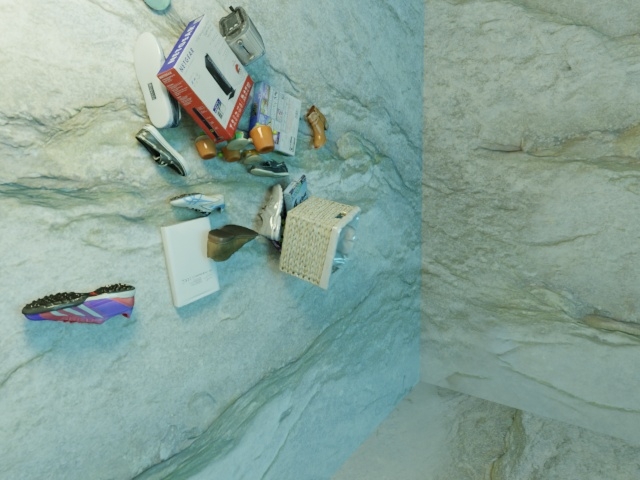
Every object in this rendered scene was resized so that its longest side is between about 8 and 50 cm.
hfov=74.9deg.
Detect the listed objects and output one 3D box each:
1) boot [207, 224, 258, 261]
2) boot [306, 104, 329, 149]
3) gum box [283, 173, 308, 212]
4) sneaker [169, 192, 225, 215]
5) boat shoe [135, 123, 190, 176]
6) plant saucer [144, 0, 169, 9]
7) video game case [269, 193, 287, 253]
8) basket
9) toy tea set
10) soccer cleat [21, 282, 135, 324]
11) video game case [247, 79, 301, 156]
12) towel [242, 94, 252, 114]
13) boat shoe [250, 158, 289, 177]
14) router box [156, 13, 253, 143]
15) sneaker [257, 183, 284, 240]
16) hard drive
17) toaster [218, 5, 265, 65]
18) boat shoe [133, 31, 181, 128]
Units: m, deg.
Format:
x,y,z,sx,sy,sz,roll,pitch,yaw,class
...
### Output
x,y,z,sx,sy,sz,roll,pitch,yaw,class
-0.364,0.007,1.709,0.305,0.113,0.115,-22,131,-65,boot
-0.026,-0.576,2.131,0.152,0.073,0.196,46,46,-48,boot
-0.112,-0.195,1.971,0.184,0.041,0.156,85,28,-44,gum box
-0.456,-0.136,1.577,0.237,0.085,0.086,-5,94,-53,sneaker
-0.546,-0.293,1.444,0.219,0.078,0.070,51,53,-35,boat shoe
-0.558,-0.831,1.391,0.119,0.022,0.119,-12,105,-54,plant saucer
-0.168,-0.071,2.025,0.210,0.042,0.231,55,52,-42,video game case
0.000,0.000,1.971,0.328,0.267,0.330,-43,148,-59,basket
-0.333,-0.398,1.654,0.336,0.200,0.124,-7,75,-53,toy tea set
-0.710,0.211,1.258,0.318,0.109,0.116,-8,105,-56,soccer cleat
-0.203,-0.539,1.879,0.245,0.061,0.269,11,86,-50,video game case
-0.418,-0.585,1.612,0.329,0.037,0.236,48,57,-45,towel
-0.231,-0.326,1.875,0.233,0.084,0.078,-10,94,-57,boat shoe
-0.388,-0.567,1.477,0.301,0.082,0.335,51,39,-44,router box
-0.226,-0.137,1.885,0.105,0.116,0.280,93,1,-62,sneaker
-0.491,0.076,1.596,0.203,0.040,0.306,-23,113,-51,hard drive
-0.305,-0.795,1.630,0.146,0.129,0.226,44,22,-52,toaster
-0.533,-0.529,1.401,0.102,0.108,0.300,-37,118,-67,boat shoe
